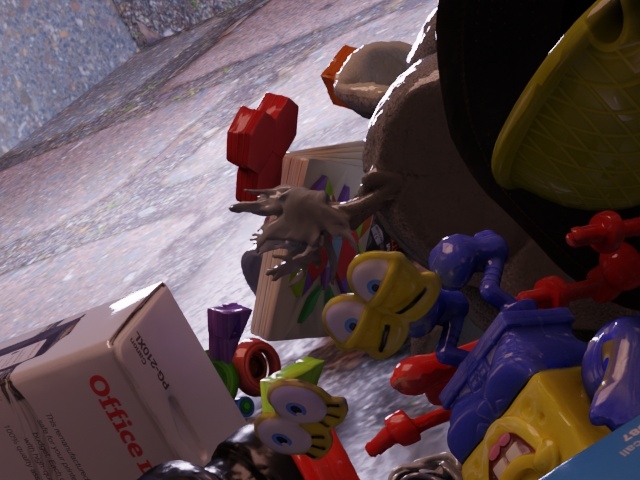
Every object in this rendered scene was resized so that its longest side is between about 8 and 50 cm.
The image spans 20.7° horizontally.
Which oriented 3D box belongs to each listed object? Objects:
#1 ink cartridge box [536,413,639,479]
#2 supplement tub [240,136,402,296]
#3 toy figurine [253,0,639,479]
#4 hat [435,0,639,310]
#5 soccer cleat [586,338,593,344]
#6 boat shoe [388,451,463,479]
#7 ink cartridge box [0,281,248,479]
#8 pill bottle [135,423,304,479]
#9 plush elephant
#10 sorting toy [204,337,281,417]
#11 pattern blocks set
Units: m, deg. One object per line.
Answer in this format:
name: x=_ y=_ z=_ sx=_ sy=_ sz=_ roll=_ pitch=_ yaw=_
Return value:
ink cartridge box: x=0.162 y=0.178 z=0.554 sx=0.223 sy=0.129 sz=0.307 roll=-29 pitch=24 yaw=-13
supplement tub: x=0.021 y=-0.014 z=1.572 sx=0.198 sy=0.106 sz=0.106 roll=-38 pitch=18 yaw=-29
toy figurine: x=0.141 y=0.074 z=0.781 sx=0.191 sy=0.217 sz=0.362 roll=-7 pitch=-35 yaw=-36
hat: x=0.198 y=-0.132 z=0.917 sx=0.331 sy=0.331 sz=0.134 roll=-28 pitch=34 yaw=4
soccer cleat: x=0.237 y=0.093 z=0.880 sx=0.143 sy=0.116 sz=0.331 roll=4 pitch=-10 yaw=-22
boat shoe: x=0.073 y=0.158 z=0.963 sx=0.079 sy=0.081 sz=0.227 roll=-24 pitch=16 yaw=18
ink cartridge box: x=-0.178 y=0.153 z=1.259 sx=0.237 sy=0.172 sz=0.100 roll=-20 pitch=17 yaw=29
pill bottle: x=-0.097 y=0.208 z=1.031 sx=0.219 sy=0.122 sz=0.123 roll=-36 pitch=17 yaw=-25
plush elephant: x=0.124 y=-0.042 z=1.179 sx=0.330 sy=0.271 sz=0.255 roll=-11 pitch=2 yaw=10
sorting toy: x=-0.078 y=0.115 z=1.420 sx=0.102 sy=0.061 sz=0.042 roll=-12 pitch=-1 yaw=-43
pattern blocks set: x=0.000 y=0.000 z=1.302 sx=0.026 sy=0.285 sz=0.325 roll=14 pitch=19 yaw=20
